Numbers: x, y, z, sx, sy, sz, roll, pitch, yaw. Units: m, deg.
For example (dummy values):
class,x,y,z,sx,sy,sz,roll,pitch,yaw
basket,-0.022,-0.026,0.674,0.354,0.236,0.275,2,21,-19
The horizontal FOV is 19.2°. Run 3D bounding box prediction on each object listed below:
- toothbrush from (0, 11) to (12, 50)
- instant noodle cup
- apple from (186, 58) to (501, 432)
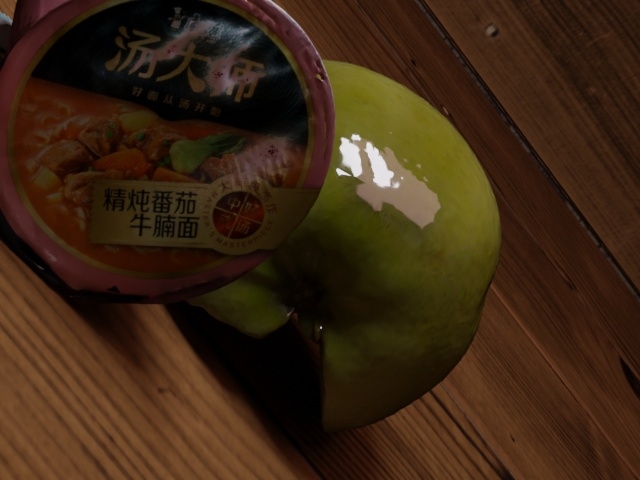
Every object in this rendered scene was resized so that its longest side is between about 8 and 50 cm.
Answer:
class,x,y,z,sx,sy,sz,roll,pitch,yaw
toothbrush,-0.298,-0.208,1.361,0.269,0.021,0.027,41,7,-45
instant noodle cup,-0.127,-0.110,1.330,0.244,0.244,0.255,48,7,-25
apple,0.020,-0.007,1.502,0.295,0.233,0.258,51,12,-15
